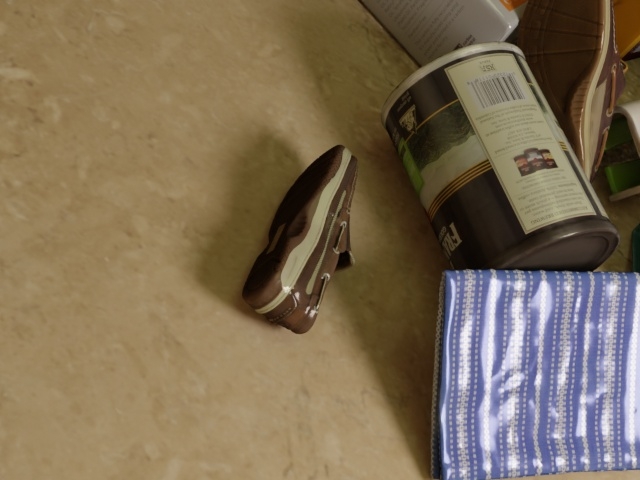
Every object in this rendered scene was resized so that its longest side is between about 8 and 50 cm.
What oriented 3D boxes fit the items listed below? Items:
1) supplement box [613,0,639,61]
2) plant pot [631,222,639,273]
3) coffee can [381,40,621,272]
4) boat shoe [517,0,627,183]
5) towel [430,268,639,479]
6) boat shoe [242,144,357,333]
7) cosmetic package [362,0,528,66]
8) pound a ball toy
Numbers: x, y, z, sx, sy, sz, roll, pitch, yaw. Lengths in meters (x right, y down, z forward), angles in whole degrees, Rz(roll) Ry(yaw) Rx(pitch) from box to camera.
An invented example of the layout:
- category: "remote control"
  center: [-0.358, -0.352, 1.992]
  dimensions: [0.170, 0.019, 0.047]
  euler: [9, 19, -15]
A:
- category: "supplement box"
  center: [0.528, -0.393, 2.073]
  dimensions: [0.194, 0.191, 0.129]
  euler: [-18, 70, -40]
- category: "plant pot"
  center: [0.562, 0.044, 1.791]
  dimensions: [0.234, 0.166, 0.165]
  euler: [34, 35, -12]
- category: "coffee can"
  center: [0.218, -0.076, 1.648]
  dimensions: [0.201, 0.201, 0.275]
  euler: [-6, 62, -35]
- category: "boat shoe"
  center: [0.343, -0.216, 1.781]
  dimensions: [0.123, 0.342, 0.123]
  euler: [12, 24, 35]
- category: "towel"
  center: [0.276, 0.156, 1.550]
  dimensions: [0.336, 0.040, 0.243]
  euler: [2, 91, -31]
- category: "boat shoe"
  center: [-0.005, 0.003, 1.541]
  dimensions: [0.095, 0.095, 0.257]
  euler: [42, 51, -19]
- category: "cosmetic package"
  center: [0.133, -0.448, 1.888]
  dimensions: [0.453, 0.161, 0.230]
  euler: [48, 47, 7]
- category: "pound a ball toy"
  center: [0.558, -0.124, 1.909]
  dimensions: [0.319, 0.136, 0.208]
  euler: [-16, 85, -28]
